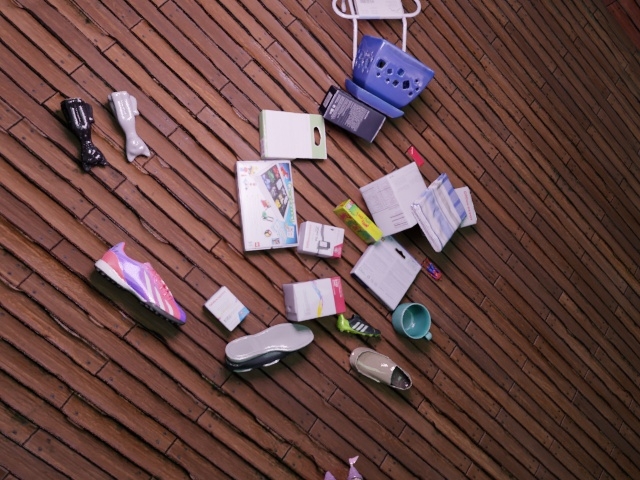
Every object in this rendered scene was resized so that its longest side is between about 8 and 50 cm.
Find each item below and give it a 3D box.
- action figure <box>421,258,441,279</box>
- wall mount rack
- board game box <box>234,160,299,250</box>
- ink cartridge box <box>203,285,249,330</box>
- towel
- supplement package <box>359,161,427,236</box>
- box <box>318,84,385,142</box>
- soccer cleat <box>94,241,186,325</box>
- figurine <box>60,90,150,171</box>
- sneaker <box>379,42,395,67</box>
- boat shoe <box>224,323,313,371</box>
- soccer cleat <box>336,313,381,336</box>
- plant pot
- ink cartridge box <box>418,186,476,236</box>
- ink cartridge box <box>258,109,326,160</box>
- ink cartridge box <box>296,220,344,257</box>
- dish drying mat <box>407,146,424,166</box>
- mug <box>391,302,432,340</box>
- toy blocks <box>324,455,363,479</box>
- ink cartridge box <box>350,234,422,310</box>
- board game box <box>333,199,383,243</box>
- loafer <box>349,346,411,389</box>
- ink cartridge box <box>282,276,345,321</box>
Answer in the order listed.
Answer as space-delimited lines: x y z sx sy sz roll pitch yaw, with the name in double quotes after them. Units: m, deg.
0.451 0.121 1.829 0.115 0.030 0.038 45 76 -17 "action figure"
0.215 -0.824 1.751 0.350 0.130 0.304 -7 75 -11 "wall mount rack"
-0.186 -0.122 1.580 0.193 0.053 0.305 -5 86 -22 "board game box"
-0.310 0.222 1.492 0.088 0.052 0.122 -46 103 -20 "ink cartridge box"
0.451 -0.109 1.699 0.285 0.034 0.209 -42 106 -40 "towel"
0.291 -0.154 1.703 0.194 0.149 0.203 -29 96 -41 "supplement package"
0.113 -0.467 1.671 0.207 0.153 0.108 24 111 -18 "box"
-0.524 0.138 1.389 0.318 0.109 0.116 40 67 -11 "soccer cleat"
-0.652 -0.334 1.403 0.215 0.092 0.209 -18 99 -24 "figurine"
0.231 -0.730 1.820 0.170 0.051 0.089 -15 87 -17 "sneaker"
-0.171 0.358 1.517 0.303 0.091 0.114 -6 43 -22 "boat shoe"
0.144 0.311 1.667 0.179 0.060 0.072 14 78 -17 "soccer cleat"
0.233 -0.593 1.668 0.236 0.236 0.212 23 111 -23 "plant pot"
0.504 -0.117 1.841 0.220 0.093 0.160 -13 90 -24 "ink cartridge box"
-0.100 -0.374 1.643 0.235 0.056 0.171 -2 85 -26 "ink cartridge box"
0.000 0.000 1.637 0.151 0.063 0.109 11 80 -21 "ink cartridge box"
0.392 -0.345 1.866 0.032 0.008 0.083 -44 101 -21 "dish drying mat"
0.339 0.315 1.724 0.130 0.097 0.157 -12 90 -24 "mug"
0.038 0.895 1.496 0.289 0.260 0.309 -29 123 5 "toy blocks"
0.253 0.112 1.738 0.223 0.045 0.224 45 67 -12 "ink cartridge box"
0.139 -0.068 1.686 0.181 0.092 0.043 44 72 -13 "board game box"
0.230 0.469 1.665 0.269 0.092 0.101 27 75 -17 "loafer"
-0.026 0.200 1.570 0.176 0.128 0.127 -8 87 -23 "ink cartridge box"
